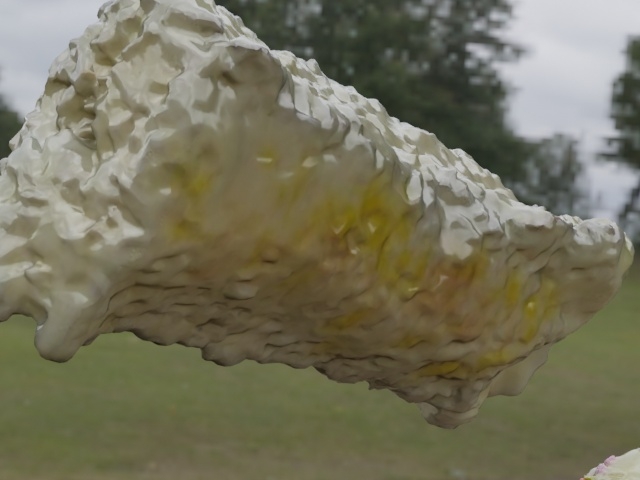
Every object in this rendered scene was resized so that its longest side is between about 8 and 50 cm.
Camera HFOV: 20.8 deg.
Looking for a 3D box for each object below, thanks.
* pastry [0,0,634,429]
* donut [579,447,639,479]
[{"bbox_3d":[0.003,-0.004,0.593,0.258,0.121,0.089,14,37,-48],"label":"pastry"},{"bbox_3d":[0.207,0.203,1.153,0.065,0.108,0.166,8,46,45],"label":"donut"}]
